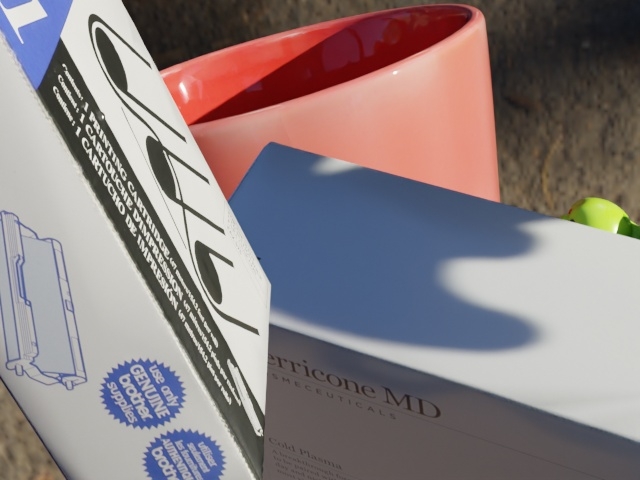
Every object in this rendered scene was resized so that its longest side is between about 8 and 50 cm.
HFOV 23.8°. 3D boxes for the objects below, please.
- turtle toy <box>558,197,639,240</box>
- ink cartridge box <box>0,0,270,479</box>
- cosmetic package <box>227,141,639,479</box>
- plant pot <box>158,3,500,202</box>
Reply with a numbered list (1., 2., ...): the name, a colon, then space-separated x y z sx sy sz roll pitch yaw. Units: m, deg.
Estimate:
1. turtle toy: 0.180 0.024 0.799 0.066 0.095 0.130 -30 63 -24
2. ink cartridge box: -0.073 -0.038 0.357 0.046 0.207 0.097 -21 28 11
3. cosmetic package: 0.143 0.127 0.633 0.377 0.284 0.097 17 56 21
4. plant pot: 0.000 0.000 0.988 0.275 0.243 0.275 -14 17 4
